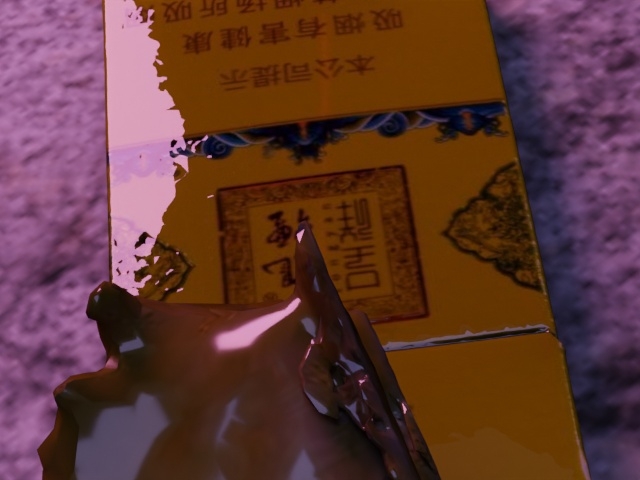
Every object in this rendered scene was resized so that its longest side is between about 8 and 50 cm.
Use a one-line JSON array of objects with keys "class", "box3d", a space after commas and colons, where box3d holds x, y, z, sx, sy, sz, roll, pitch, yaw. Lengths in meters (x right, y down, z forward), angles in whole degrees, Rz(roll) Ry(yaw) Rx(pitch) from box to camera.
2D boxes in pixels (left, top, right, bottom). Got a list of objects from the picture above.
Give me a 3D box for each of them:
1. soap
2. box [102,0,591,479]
[{"class": "soap", "box3d": [-0.079, 0.189, 0.414, 0.304, 0.169, 0.338, -23, 59, 0]}, {"class": "box", "box3d": [0.000, -0.001, 0.673, 0.153, 0.041, 0.279, -7, 50, 0]}]
